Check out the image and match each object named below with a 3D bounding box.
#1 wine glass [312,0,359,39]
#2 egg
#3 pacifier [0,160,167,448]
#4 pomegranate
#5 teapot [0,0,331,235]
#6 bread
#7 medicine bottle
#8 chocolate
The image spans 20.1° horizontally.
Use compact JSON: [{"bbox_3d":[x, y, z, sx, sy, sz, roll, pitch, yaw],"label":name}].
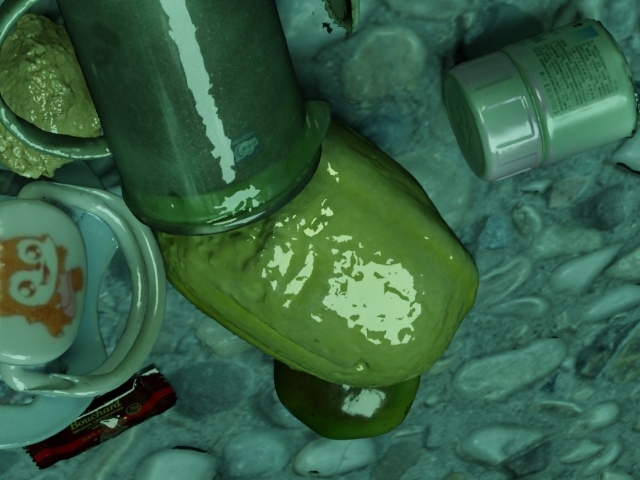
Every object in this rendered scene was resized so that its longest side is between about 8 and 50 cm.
[{"bbox_3d":[0.153,-0.304,1.583,0.357,0.190,0.190,-15,141,-9],"label":"wine glass"},{"bbox_3d":[-0.248,-0.126,1.608,0.118,0.116,0.140,18,97,-23],"label":"egg"},{"bbox_3d":[-0.301,0.049,1.727,0.244,0.299,0.233,11,170,-30],"label":"pacifier"},{"bbox_3d":[0.027,0.142,2.064,0.180,0.180,0.209,-17,172,-13],"label":"pomegranate"},{"bbox_3d":[-0.143,-0.156,1.498,0.270,0.200,0.337,-22,127,-6],"label":"teapot"},{"bbox_3d":[-0.007,0.010,1.759,0.320,0.320,0.237,29,97,-47],"label":"bread"},{"bbox_3d":[0.224,-0.142,1.852,0.168,0.135,0.135,-21,142,-8],"label":"medicine bottle"},{"bbox_3d":[-0.252,0.206,2.069,0.182,0.028,0.086,-23,140,-2],"label":"chocolate"}]
